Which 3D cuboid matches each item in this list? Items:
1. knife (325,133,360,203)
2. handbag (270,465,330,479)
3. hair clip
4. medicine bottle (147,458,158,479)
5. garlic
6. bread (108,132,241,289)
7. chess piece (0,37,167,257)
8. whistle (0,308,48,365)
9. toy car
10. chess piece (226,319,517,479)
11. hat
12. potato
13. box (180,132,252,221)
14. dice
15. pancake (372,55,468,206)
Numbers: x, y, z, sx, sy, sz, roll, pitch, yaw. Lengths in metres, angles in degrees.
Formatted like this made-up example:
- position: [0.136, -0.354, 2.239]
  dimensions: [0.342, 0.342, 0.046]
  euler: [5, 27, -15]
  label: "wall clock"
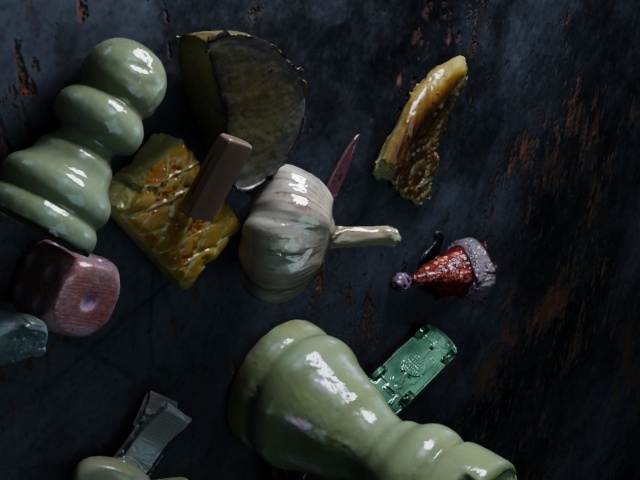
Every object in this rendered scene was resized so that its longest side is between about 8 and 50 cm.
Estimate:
- position: [0.009, -0.061, 1.434]
  dimensions: [0.035, 0.018, 0.247]
  euler: [24, 88, -50]
  label: "knife"
- position: [-0.004, 0.413, 1.629]
  dimensions: [0.203, 0.074, 0.216]
  euler: [-37, 144, -35]
  label: "handbag"
- position: [-0.261, 0.329, 1.268]
  dimensions: [0.159, 0.071, 0.218]
  euler: [37, 84, -22]
  label: "hair clip"
- position: [-0.271, 0.400, 1.326]
  dimensions: [0.057, 0.057, 0.199]
  euler: [3, 108, -51]
  label: "medicine bottle"
- position: [0.000, 0.000, 1.270]
  dimensions: [0.199, 0.226, 0.199]
  euler: [-172, -90, -88]
  label: "garlic"
- position: [-0.190, -0.037, 1.162]
  dimensions: [0.125, 0.068, 0.188]
  euler: [-51, 141, -17]
  label: "bread"
- position: [-0.257, -0.115, 0.999]
  dimensions: [0.243, 0.133, 0.133]
  euler: [-62, 143, -11]
  label: "chess piece"
- position: [-0.393, 0.107, 0.936]
  dimensions: [0.223, 0.123, 0.123]
  euler: [8, 104, -37]
  label: "whistle"
- position: [0.173, 0.260, 1.756]
  dimensions: [0.224, 0.090, 0.076]
  euler: [-38, 162, -32]
  label: "toy car"
- position: [0.076, 0.312, 1.374]
  dimensions: [0.234, 0.442, 0.234]
  euler: [-26, 129, -38]
  label: "chess piece"
- position: [0.229, 0.073, 1.724]
  dimensions: [0.227, 0.129, 0.140]
  euler: [-10, 136, -28]
  label: "hat"
- position: [-0.097, -0.193, 1.148]
  dimensions: [0.138, 0.098, 0.243]
  euler: [-31, 139, -24]
  label: "potato"
- position: [-0.131, -0.078, 1.114]
  dimensions: [0.048, 0.025, 0.115]
  euler: [11, 114, -51]
  label: "box"
- position: [-0.301, 0.056, 1.063]
  dimensions: [0.094, 0.091, 0.093]
  euler: [18, 96, -54]
  label: "dice"
- position: [0.187, -0.166, 1.552]
  dimensions: [0.266, 0.057, 0.244]
  euler: [-43, 139, -28]
  label: "pancake"
